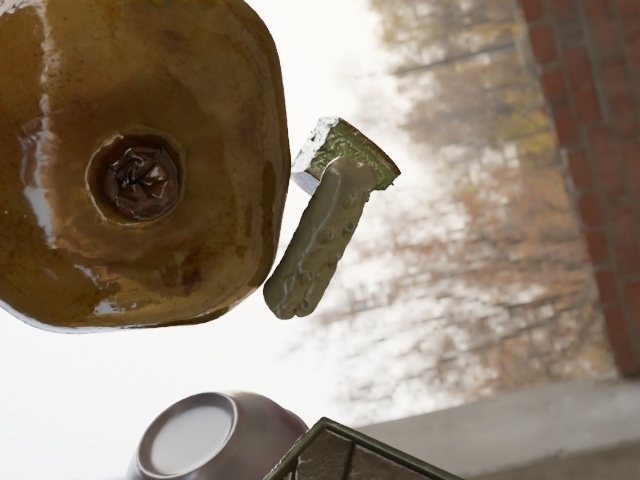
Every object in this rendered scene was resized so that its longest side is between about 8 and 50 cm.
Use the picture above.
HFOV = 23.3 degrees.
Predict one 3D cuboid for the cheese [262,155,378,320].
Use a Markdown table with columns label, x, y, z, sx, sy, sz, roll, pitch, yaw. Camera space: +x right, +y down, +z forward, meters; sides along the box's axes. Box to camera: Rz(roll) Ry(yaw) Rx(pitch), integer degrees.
| label | x | y | z | sx | sy | sz | roll | pitch | yaw |
| --- | --- | --- | --- | --- | --- | --- | --- | --- | --- |
| cheese | 0.000 | 0.000 | 1.585 | 0.043 | 0.065 | 0.194 | 55 | 129 | 42 |

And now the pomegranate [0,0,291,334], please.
| label | x | y | z | sx | sy | sz | roll | pitch | yaw |
| --- | --- | --- | --- | --- | --- | --- | --- | --- | --- |
| pomegranate | -0.208 | -0.094 | 1.591 | 0.416 | 0.416 | 0.417 | -13 | -90 | -80 |

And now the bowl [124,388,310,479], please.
| label | x | y | z | sx | sy | sz | roll | pitch | yaw |
| --- | --- | --- | --- | --- | --- | --- | --- | --- | --- |
| bowl | -0.149 | 0.309 | 2.106 | 0.287 | 0.287 | 0.144 | -90 | -25 | -53 |

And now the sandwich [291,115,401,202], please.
| label | x | y | z | sx | sy | sz | roll | pitch | yaw |
| --- | --- | --- | --- | --- | --- | --- | --- | --- | --- |
| sandwich | 0.020 | -0.104 | 2.095 | 0.096 | 0.094 | 0.258 | 39 | 172 | -16 |

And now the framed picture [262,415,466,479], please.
| label | x | y | z | sx | sy | sz | roll | pitch | yaw |
| --- | --- | --- | --- | --- | --- | --- | --- | --- | --- |
| framed picture | -0.006 | 0.257 | 1.261 | 0.250 | 0.184 | 0.016 | -44 | -44 | -31 |
